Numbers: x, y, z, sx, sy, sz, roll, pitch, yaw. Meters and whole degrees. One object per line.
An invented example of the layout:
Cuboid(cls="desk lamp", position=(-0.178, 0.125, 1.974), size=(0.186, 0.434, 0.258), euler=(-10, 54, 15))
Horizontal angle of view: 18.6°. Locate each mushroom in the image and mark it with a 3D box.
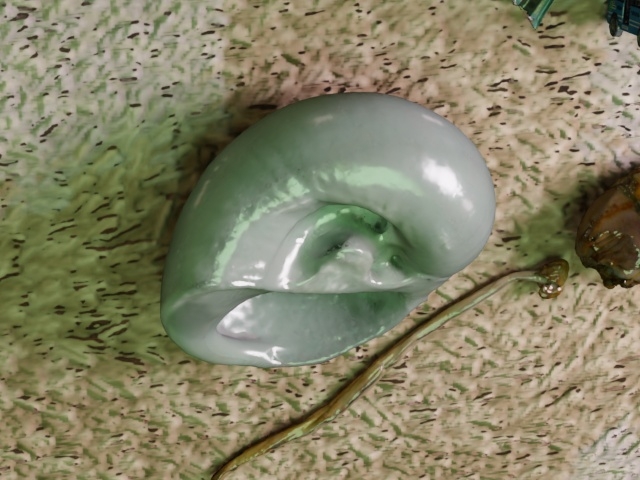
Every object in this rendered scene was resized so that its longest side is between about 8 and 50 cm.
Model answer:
Cuboid(cls="mushroom", position=(0.045, 0.087, 1.332), size=(0.286, 0.028, 0.026), euler=(-30, 163, 2))

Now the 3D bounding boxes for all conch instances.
Cuboid(cls="conch", position=(0.001, -0.003, 1.213), size=(0.221, 0.121, 0.185), euler=(-20, 120, -1))

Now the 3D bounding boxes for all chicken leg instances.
Cuboid(cls="chicken leg", position=(0.259, -0.037, 1.303), size=(0.198, 0.069, 0.085), euler=(-39, 96, -1))

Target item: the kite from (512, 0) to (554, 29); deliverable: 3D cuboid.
Cuboid(cls="kite", position=(0.115, -0.312, 1.142), size=(0.368, 0.014, 0.406), euler=(-19, 121, -6))

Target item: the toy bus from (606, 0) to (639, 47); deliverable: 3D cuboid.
Cuboid(cls="toy bus", position=(0.210, -0.145, 1.218), size=(0.038, 0.083, 0.046), euler=(-1, 105, -14))
